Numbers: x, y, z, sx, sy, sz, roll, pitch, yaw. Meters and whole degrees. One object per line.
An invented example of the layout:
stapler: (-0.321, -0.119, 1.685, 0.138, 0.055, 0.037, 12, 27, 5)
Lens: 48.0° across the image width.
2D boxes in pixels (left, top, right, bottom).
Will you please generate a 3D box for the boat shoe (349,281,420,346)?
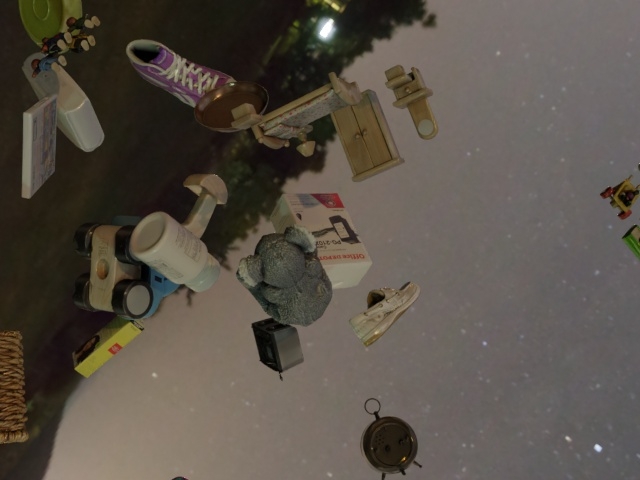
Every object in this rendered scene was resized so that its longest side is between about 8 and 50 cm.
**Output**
boat shoe: (0.164, 0.160, 1.820, 0.098, 0.096, 0.277, -46, 174, 38)

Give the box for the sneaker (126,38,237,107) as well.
sneaker: (-0.315, -0.377, 1.650, 0.161, 0.282, 0.102, 70, 40, -86)

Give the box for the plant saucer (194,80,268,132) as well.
plant saucer: (-0.194, -0.291, 1.587, 0.029, 0.168, 0.168, 78, 32, -46)

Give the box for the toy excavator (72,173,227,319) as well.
toy excavator: (-0.464, 0.007, 2.088, 0.445, 0.222, 0.433, 3, 90, -56)

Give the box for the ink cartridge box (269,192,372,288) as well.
ink cartridge box: (0.000, 0.000, 1.800, 0.100, 0.172, 0.237, -58, -133, 42)

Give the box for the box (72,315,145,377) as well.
box: (-0.638, 0.304, 2.166, 0.232, 0.058, 0.087, -40, -145, -1)

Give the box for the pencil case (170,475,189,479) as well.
pencil case: (-0.355, 0.687, 1.854, 0.064, 0.070, 0.152, 36, -45, 55)

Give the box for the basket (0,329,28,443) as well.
basket: (-0.711, 0.289, 1.295, 0.213, 0.299, 0.223, -36, -123, 33)

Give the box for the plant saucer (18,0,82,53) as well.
plant saucer: (-0.712, -0.607, 1.867, 0.241, 0.241, 0.037, -49, 165, 33)

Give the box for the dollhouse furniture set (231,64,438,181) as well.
dollhouse furniture set: (0.052, -0.222, 1.417, 0.303, 0.174, 0.355, -23, 175, 23)

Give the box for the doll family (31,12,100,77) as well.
doll family: (-0.572, -0.432, 1.594, 0.111, 0.076, 0.193, 14, -133, 37)

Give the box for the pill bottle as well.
pill bottle: (-0.363, 0.036, 1.833, 0.131, 0.229, 0.131, -18, -128, 24)

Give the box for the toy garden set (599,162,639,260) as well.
toy garden set: (0.701, -0.079, 1.472, 0.244, 0.204, 0.049, -42, -176, -21)

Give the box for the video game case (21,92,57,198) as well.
video game case: (-0.650, -0.222, 1.663, 0.183, 0.023, 0.201, -94, -166, -65)

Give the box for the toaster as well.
toaster: (-0.152, 0.373, 2.543, 0.110, 0.186, 0.168, -19, -165, -27)

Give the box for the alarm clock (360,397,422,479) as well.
alarm clock: (0.153, 0.460, 1.684, 0.129, 0.192, 0.064, -21, 161, -12)

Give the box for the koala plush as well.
koala plush: (-0.074, 0.059, 1.518, 0.196, 0.203, 0.221, -29, 148, -8)

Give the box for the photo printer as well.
photo printer: (-0.836, -0.441, 2.369, 0.107, 0.256, 0.307, -41, 167, -17)
